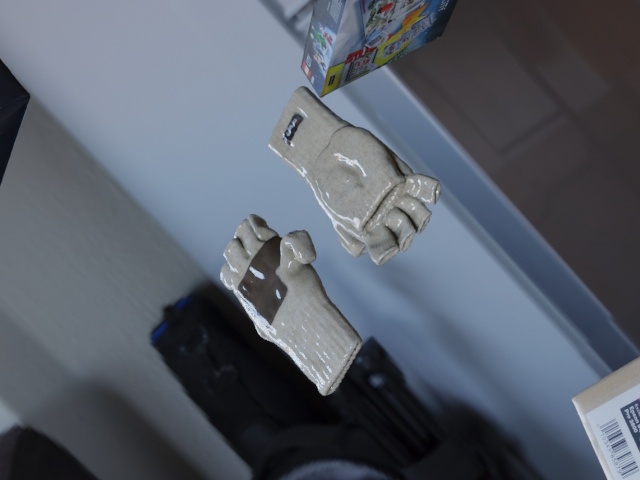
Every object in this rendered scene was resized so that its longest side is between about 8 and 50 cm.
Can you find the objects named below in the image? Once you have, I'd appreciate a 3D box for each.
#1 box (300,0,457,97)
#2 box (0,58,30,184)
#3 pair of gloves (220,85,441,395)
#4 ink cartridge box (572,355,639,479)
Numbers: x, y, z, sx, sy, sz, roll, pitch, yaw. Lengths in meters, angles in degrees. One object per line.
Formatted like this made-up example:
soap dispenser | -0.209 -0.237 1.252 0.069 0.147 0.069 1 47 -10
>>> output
box | 0.068 -0.239 1.136 0.159 0.044 0.233 -29 -13 -16
box | -0.464 -0.123 1.093 0.179 0.312 0.343 -33 -10 -36
pair of gloves | 0.000 0.000 1.104 0.204 0.042 0.240 39 114 39
ink cartridge box | 0.457 0.262 1.479 0.088 0.235 0.193 5 -36 -43
